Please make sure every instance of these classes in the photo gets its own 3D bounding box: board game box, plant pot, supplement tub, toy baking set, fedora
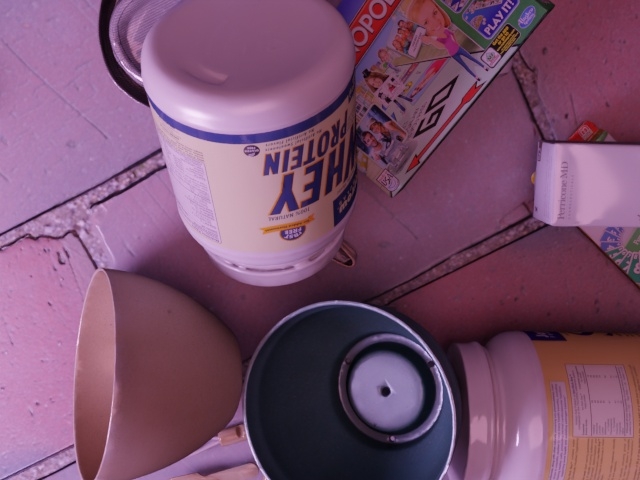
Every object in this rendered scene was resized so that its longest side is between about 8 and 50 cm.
[{"bbox_3d":[0.439,-0.046,1.195,0.259,0.039,0.124,43,96,-7],"label":"board game box"},{"bbox_3d":[-0.217,0.184,1.116,0.191,0.284,0.284,5,102,-26],"label":"plant pot"},{"bbox_3d":[-0.072,-0.117,0.994,0.235,0.235,0.325,-6,141,-1],"label":"supplement tub"},{"bbox_3d":[0.351,0.248,1.147,0.331,0.241,0.241,2,102,-3],"label":"supplement tub"},{"bbox_3d":[-0.134,0.283,1.244,0.197,0.030,0.256,17,94,0],"label":"toy baking set"},{"bbox_3d":[0.109,-0.236,1.043,0.213,0.046,0.317,41,124,5],"label":"board game box"},{"bbox_3d":[-0.168,-0.286,1.073,0.275,0.124,0.243,-19,102,2],"label":"fedora"},{"bbox_3d":[0.066,0.221,1.127,0.293,0.196,0.293,0,91,23],"label":"plant pot"}]

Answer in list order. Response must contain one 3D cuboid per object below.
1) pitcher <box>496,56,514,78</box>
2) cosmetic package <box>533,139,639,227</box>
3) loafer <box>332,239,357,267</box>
[{"bbox_3d":[0.159,-0.303,1.096,0.178,0.125,0.207,-16,93,24],"label":"pitcher"},{"bbox_3d":[0.421,-0.079,1.128,0.231,0.085,0.117,-1,100,-3],"label":"cosmetic package"},{"bbox_3d":[0.000,0.000,1.182,0.125,0.039,0.045,31,100,-8],"label":"loafer"}]
